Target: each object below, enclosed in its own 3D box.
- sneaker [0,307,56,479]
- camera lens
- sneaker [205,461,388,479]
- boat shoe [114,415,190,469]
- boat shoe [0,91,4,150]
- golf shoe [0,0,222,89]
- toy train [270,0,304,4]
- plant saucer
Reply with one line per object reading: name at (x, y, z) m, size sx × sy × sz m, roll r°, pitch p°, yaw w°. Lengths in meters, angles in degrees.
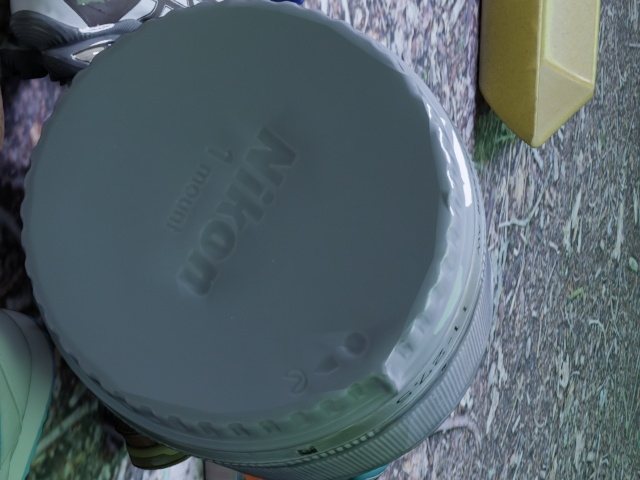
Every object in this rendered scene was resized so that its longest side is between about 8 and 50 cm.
sneaker at (-0.183, 0.136, 0.717) m, size 0.092 × 0.087 × 0.229 m, roll 27°, pitch 63°, yaw -62°
camera lens at (-0.022, 0.012, 0.841) m, size 0.274 × 0.219 × 0.219 m, roll 57°, pitch 43°, yaw -76°
sneaker at (-0.009, 0.182, 1.151) m, size 0.108 × 0.121 × 0.302 m, roll -52°, pitch 143°, yaw -56°
boat shoe at (-0.073, 0.068, 1.016) m, size 0.178 × 0.064 × 0.060 m, roll -52°, pitch 126°, yaw -46°
boat shoe at (-0.209, -0.089, 0.547) m, size 0.257 × 0.095 × 0.095 m, roll 47°, pitch 31°, yaw -56°
golf shoe at (-0.099, -0.141, 0.862) m, size 0.198 × 0.077 × 0.094 m, roll -38°, pitch 131°, yaw -66°
toy train at (-0.033, -0.185, 1.021) m, size 0.143 × 0.105 × 0.248 m, roll -66°, pitch 158°, yaw -73°
plant saucer at (0.246, -0.297, 1.789) m, size 0.333 × 0.081 × 0.333 m, roll -38°, pitch 131°, yaw -65°
